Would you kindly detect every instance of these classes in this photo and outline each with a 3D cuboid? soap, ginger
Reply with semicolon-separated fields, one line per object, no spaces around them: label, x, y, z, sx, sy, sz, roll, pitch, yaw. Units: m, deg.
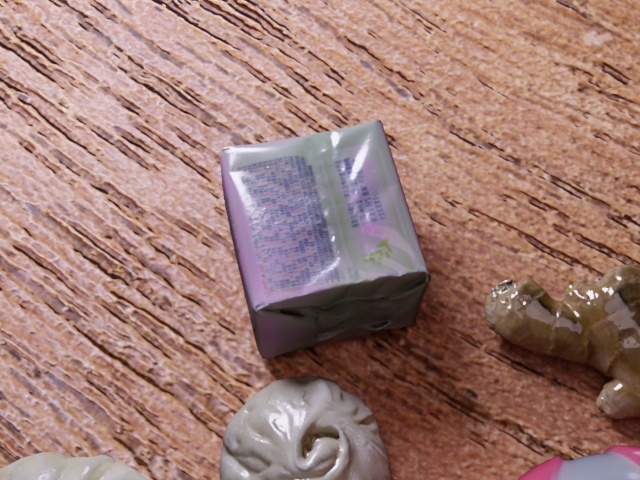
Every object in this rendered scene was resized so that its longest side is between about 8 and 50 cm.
soap;0.000;0.000;1.353;0.182;0.138;0.199;-11;65;-8
ginger;0.333;0.123;1.332;0.334;0.081;0.148;39;74;17

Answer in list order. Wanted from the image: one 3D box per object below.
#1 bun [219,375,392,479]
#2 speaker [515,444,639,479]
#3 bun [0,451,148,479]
bun;-0.017;0.218;1.270;0.183;0.102;0.183;-1;64;2
speaker;0.269;0.336;1.179;0.294;0.294;0.294;0;64;-1
bun;-0.251;0.313;1.190;0.259;0.160;0.259;-1;64;2
